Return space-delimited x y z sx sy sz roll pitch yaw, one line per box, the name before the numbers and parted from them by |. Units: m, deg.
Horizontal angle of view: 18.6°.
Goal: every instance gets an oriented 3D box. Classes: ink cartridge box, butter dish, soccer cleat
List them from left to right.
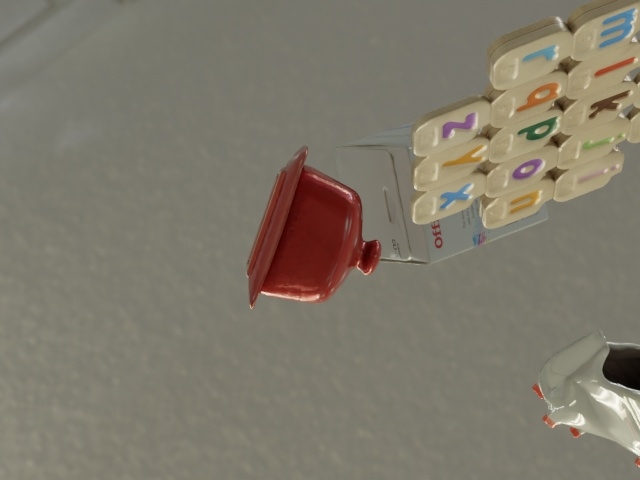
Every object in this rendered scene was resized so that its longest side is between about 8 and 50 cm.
butter dish | 0.000 0.000 1.851 0.160 0.118 0.160 -128 -123 -86
ink cartridge box | 0.125 -0.059 2.053 0.176 0.128 0.127 -19 -167 -36
soccer cleat | 0.233 0.117 1.367 0.076 0.196 0.068 -45 -138 28

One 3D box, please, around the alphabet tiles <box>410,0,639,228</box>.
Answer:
alphabet tiles | 0.202 -0.107 1.665 0.278 0.284 0.021 -21 -118 -9
